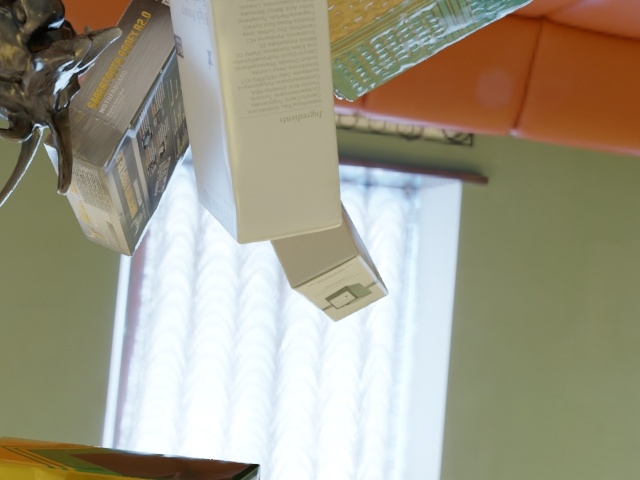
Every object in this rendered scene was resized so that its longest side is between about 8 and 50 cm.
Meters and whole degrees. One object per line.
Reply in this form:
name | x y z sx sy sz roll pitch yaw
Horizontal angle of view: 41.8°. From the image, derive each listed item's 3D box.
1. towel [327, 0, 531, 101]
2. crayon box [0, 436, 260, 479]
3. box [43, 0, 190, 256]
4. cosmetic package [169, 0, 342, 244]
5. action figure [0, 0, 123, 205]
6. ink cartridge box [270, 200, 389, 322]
towel | 0.084 -0.257 0.785 0.271 0.040 0.370 -27 165 12
crayon box | -0.232 0.411 0.892 0.312 0.363 0.106 3 -179 14
box | -0.176 -0.106 0.803 0.056 0.183 0.231 24 160 2
cosmetic package | -0.050 -0.125 0.583 0.085 0.231 0.117 -11 -158 -20
action figure | -0.160 -0.164 0.418 0.164 0.276 0.141 -4 -160 36
ink cartridge box | 0.000 0.000 1.413 0.121 0.211 0.289 -28 160 5
